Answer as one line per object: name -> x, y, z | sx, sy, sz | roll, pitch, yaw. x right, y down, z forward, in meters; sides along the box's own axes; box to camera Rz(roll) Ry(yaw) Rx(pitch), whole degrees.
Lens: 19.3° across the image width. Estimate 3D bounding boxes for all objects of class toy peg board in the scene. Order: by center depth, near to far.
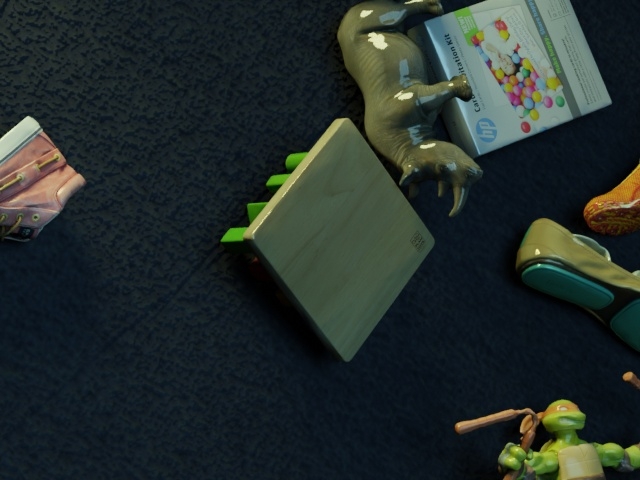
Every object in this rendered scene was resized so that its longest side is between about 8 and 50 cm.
toy peg board -> 0.000, 0.000, 1.738 | 0.161, 0.079, 0.161 | -52, 120, -28

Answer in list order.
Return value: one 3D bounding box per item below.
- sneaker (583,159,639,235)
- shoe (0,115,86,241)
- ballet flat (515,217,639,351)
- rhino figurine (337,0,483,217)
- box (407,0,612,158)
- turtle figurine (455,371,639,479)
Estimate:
sneaker -> 0.330, -0.050, 1.943 | 0.175, 0.064, 0.067 | -16, 70, -38
shoe -> -0.276, -0.024, 1.582 | 0.081, 0.063, 0.178 | 47, 56, -6
ballet flat -> 0.299, 0.046, 1.886 | 0.232, 0.080, 0.073 | 29, 50, -22
rhino figurine -> 0.089, -0.132, 1.786 | 0.106, 0.073, 0.243 | -18, 73, 2
box -> 0.193, -0.174, 1.900 | 0.186, 0.038, 0.145 | -21, 88, -31
turtle figurine -> 0.236, 0.244, 1.790 | 0.269, 0.087, 0.217 | -1, 75, -38
